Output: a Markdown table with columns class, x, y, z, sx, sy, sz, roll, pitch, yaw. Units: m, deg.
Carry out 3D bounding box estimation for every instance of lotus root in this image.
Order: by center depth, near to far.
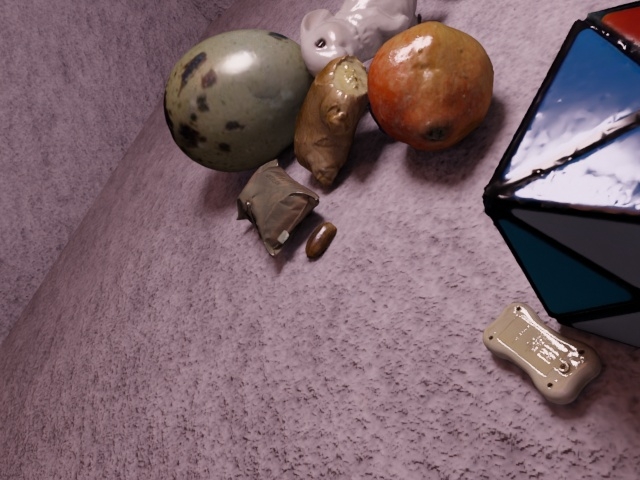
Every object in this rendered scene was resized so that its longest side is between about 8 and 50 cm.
| class | x | y | z | sx | sy | sz | roll | pitch | yaw |
| --- | --- | --- | --- | --- | --- | --- | --- | --- | --- |
| lotus root | -0.002 | -0.001 | 0.879 | 0.037 | 0.030 | 0.083 | 23 | 76 | 52 |

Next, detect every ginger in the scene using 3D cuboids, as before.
| class | x | y | z | sx | sy | sz | roll | pitch | yaw |
| --- | --- | --- | --- | --- | --- | --- | --- | --- | --- |
| ginger | 0.024 | -0.249 | 0.932 | 0.221 | 0.130 | 0.275 | -123 | 40 | -63 |

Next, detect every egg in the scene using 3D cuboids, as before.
| class | x | y | z | sx | sy | sz | roll | pitch | yaw |
| --- | --- | --- | --- | --- | --- | --- | --- | --- | --- |
| egg | -0.210 | -0.370 | 1.171 | 0.428 | 0.345 | 0.345 | -30 | 40 | 19 |

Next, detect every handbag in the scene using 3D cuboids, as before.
| class | x | y | z | sx | sy | sz | roll | pitch | yaw |
| --- | --- | --- | --- | --- | --- | --- | --- | --- | --- |
| handbag | -0.109 | -0.077 | 0.995 | 0.182 | 0.117 | 0.270 | -54 | 36 | 7 |

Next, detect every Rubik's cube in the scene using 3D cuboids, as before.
| class | x | y | z | sx | sy | sz | roll | pitch | yaw |
| --- | --- | --- | --- | --- | --- | --- | --- | --- | --- |
| Rubik's cube | 0.337 | -0.046 | 0.384 | 0.246 | 0.250 | 0.248 | 17 | 69 | 51 |

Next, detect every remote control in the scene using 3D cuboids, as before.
| class | x | y | z | sx | sy | sz | roll | pitch | yaw |
| --- | --- | --- | --- | --- | --- | --- | --- | --- | --- |
| remote control | 0.248 | 0.125 | 0.502 | 0.074 | 0.032 | 0.122 | -47 | 37 | 2 |

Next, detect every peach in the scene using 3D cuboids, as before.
| class | x | y | z | sx | sy | sz | roll | pitch | yaw |
| --- | --- | --- | --- | --- | --- | --- | --- | --- | --- |
| peach | 0.190 | -0.256 | 0.758 | 0.232 | 0.232 | 0.232 | -27 | 41 | 27 |

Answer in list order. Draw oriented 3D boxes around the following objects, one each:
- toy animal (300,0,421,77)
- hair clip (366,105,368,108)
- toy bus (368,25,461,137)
| class | x | y | z | sx | sy | sz | roll | pitch | yaw |
| --- | --- | --- | --- | --- | --- | --- | --- | --- | --- |
| toy animal | 0.085 | -0.517 | 1.038 | 0.357 | 0.194 | 0.258 | -40 | 69 | -13 |
| hair clip | 0.150 | -0.392 | 1.064 | 0.220 | 0.054 | 0.140 | -29 | 45 | 30 |
| toy bus | 0.201 | -0.327 | 0.910 | 0.236 | 0.094 | 0.079 | -45 | 35 | 5 |
